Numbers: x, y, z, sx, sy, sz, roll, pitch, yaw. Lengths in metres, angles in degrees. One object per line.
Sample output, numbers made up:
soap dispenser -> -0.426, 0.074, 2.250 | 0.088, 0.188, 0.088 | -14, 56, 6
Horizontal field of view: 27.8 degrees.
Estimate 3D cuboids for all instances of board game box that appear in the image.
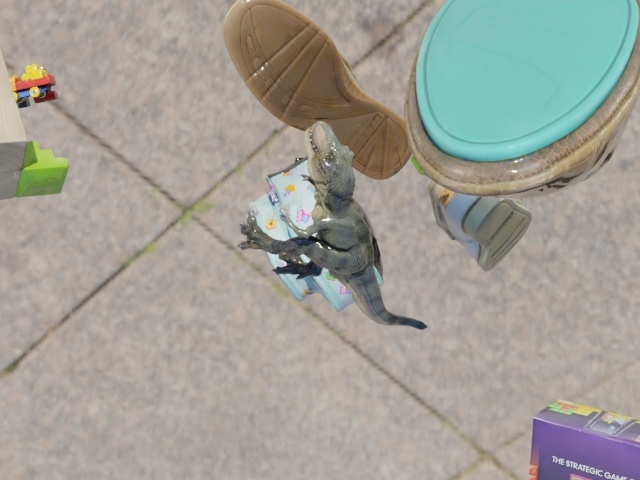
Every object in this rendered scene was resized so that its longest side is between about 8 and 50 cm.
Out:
board game box -> 0.235, 0.206, 0.942 | 0.170, 0.048, 0.141 | 11, 109, 34

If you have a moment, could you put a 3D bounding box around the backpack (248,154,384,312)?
backpack -> 0.000, 0.000, 1.693 | 0.144, 0.188, 0.166 | -33, 135, -2

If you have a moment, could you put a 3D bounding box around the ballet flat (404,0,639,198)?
ballet flat -> 0.114, -0.107, 0.692 | 0.116, 0.342, 0.124 | 0, 133, 10

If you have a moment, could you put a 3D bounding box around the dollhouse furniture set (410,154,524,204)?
dollhouse furniture set -> 0.185, -0.099, 1.546 | 0.151, 0.076, 0.059 | 11, 122, -29

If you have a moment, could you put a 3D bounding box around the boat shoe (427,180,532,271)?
boat shoe -> 0.232, -0.039, 1.891 | 0.103, 0.302, 0.113 | 41, 87, 20

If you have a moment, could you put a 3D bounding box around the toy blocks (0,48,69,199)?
toy blocks -> -0.461, -0.158, 1.252 | 0.381, 0.261, 0.191 | -7, 149, -27

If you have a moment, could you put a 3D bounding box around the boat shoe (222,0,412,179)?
boat shoe -> -0.015, -0.209, 1.707 | 0.342, 0.123, 0.123 | 36, 96, -36

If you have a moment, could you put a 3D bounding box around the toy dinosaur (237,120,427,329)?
toy dinosaur -> 0.003, 0.007, 1.132 | 0.118, 0.064, 0.268 | 1, 143, 23

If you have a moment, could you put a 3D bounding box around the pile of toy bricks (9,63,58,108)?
pile of toy bricks -> -0.468, -0.228, 1.772 | 0.212, 0.118, 0.105 | -11, 93, 5
